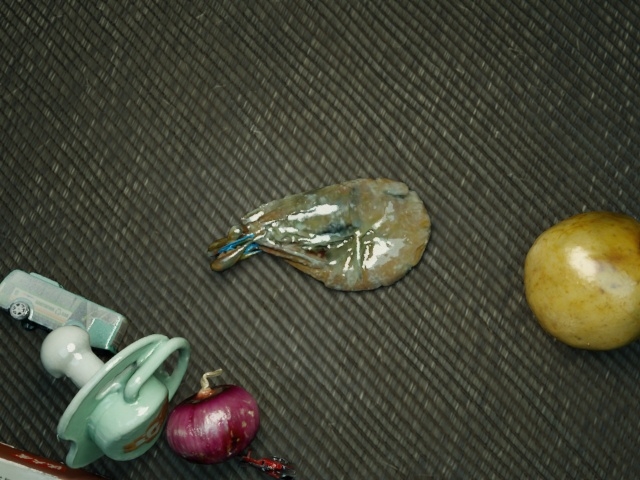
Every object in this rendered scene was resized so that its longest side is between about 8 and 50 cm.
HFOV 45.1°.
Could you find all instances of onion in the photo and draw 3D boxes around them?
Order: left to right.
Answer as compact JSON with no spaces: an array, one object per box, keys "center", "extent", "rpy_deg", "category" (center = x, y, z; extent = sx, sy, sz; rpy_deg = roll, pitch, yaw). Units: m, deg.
[{"center":[-0.201,0.338,1.436],"extent":[0.177,0.177,0.153],"rpy_deg":[-43,93,-4],"category":"onion"}]

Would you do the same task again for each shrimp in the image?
[{"center":[0.000,0.000,1.523],"extent":[0.445,0.110,0.221],"rpy_deg":[-8,90,-3],"category":"shrimp"}]

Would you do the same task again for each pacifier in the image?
[{"center":[-0.386,0.248,1.390],"extent":[0.269,0.343,0.288],"rpy_deg":[41,55,14],"category":"pacifier"}]

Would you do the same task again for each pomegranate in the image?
[{"center":[0.504,0.073,1.418],"extent":[0.260,0.260,0.261],"rpy_deg":[0,82,2],"category":"pomegranate"}]

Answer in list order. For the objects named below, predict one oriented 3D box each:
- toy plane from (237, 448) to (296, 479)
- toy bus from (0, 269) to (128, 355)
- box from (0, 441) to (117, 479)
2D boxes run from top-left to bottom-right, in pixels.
[{"center":[-0.106,0.431,1.478],"extent":[0.145,0.060,0.037],"rpy_deg":[14,82,19],"category":"toy plane"},{"center":[-0.514,0.147,1.523],"extent":[0.261,0.091,0.109],"rpy_deg":[24,73,4],"category":"toy bus"},{"center":[-0.587,0.603,1.438],"extent":[0.344,0.122,0.386],"rpy_deg":[16,83,5],"category":"box"}]
